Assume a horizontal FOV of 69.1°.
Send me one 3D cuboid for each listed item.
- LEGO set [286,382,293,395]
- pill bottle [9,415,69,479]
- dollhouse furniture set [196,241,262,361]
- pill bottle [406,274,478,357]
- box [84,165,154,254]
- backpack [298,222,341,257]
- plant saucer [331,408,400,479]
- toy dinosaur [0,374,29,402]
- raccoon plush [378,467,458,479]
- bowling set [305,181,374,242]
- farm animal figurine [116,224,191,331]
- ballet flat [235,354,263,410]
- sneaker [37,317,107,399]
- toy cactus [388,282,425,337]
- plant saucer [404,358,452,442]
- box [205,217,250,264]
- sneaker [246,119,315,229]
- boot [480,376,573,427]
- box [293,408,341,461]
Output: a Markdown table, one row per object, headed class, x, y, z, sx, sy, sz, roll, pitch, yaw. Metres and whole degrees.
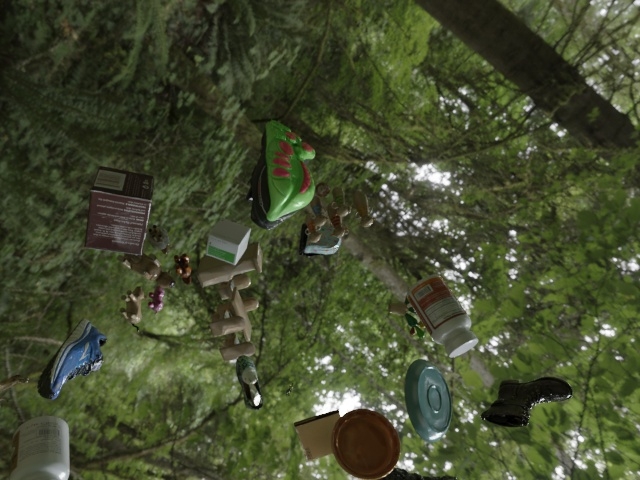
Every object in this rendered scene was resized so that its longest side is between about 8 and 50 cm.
| class | x | y | z | sx | sy | sz | roll | pitch | yaw |
| --- | --- | --- | --- | --- | --- | --- | --- | --- | --- |
| LEGO set | -0.149 | 0.701 | 2.188 | 0.054 | 0.023 | 0.083 | -24 | 137 | -64 |
| pill bottle | -0.713 | 0.577 | 1.183 | 0.131 | 0.131 | 0.229 | -53 | -141 | 10 |
| dollhouse furniture set | -0.336 | 0.240 | 2.015 | 0.257 | 0.394 | 0.362 | -15 | -156 | 2 |
| pill bottle | 0.347 | 0.214 | 1.318 | 0.121 | 0.121 | 0.216 | -48 | -127 | 29 |
| box | -0.614 | -0.092 | 1.428 | 0.168 | 0.167 | 0.203 | -113 | -142 | -53 |
| backpack | 0.000 | 0.000 | 2.054 | 0.115 | 0.182 | 0.151 | 103 | -6 | -74 |
| plant saucer | 0.127 | 0.583 | 1.328 | 0.037 | 0.200 | 0.200 | 100 | 8 | -45 |
| toy dinosaur | -0.725 | 0.313 | 0.978 | 0.053 | 0.183 | 0.092 | -34 | -126 | 27 |
| raccoon plush | 0.335 | 0.908 | 1.820 | 0.299 | 0.446 | 0.216 | -21 | 161 | -31 |
| bowling set | 0.032 | -0.105 | 1.727 | 0.287 | 0.200 | 0.154 | -25 | -124 | 19 |
| farm animal figurine | -0.673 | 0.146 | 1.833 | 0.330 | 0.327 | 0.172 | -39 | 163 | -18 |
| ballet flat | -0.217 | 0.451 | 1.461 | 0.070 | 0.188 | 0.070 | -11 | -163 | 4 |
| sneaker | -0.806 | 0.399 | 1.549 | 0.130 | 0.147 | 0.330 | -47 | -162 | 21 |
| toy cactus | 0.349 | 0.263 | 1.790 | 0.112 | 0.181 | 0.218 | 132 | -38 | -75 |
| plant saucer | 0.439 | 0.629 | 1.843 | 0.044 | 0.317 | 0.317 | -23 | -148 | 39 |
| box | -0.283 | 0.002 | 1.428 | 0.102 | 0.101 | 0.087 | -68 | 178 | -55 |
| sneaker | -0.132 | -0.196 | 1.324 | 0.202 | 0.185 | 0.482 | -46 | -161 | 23 |
| boot | 0.681 | 0.542 | 1.526 | 0.263 | 0.091 | 0.229 | -15 | -176 | 32 |
| box | 0.008 | 0.696 | 1.654 | 0.165 | 0.201 | 0.021 | -16 | -151 | -5 |
